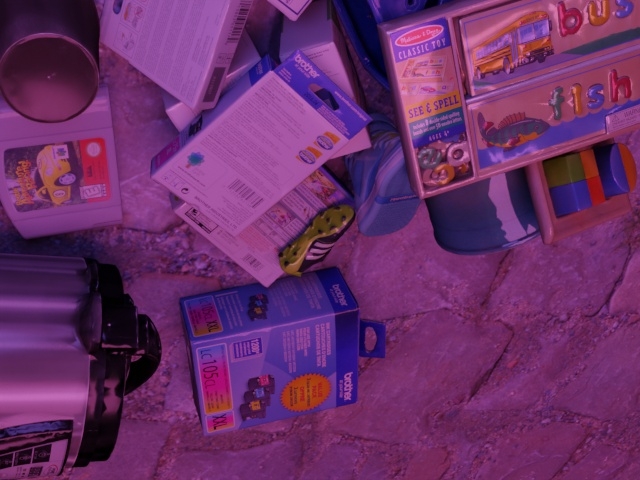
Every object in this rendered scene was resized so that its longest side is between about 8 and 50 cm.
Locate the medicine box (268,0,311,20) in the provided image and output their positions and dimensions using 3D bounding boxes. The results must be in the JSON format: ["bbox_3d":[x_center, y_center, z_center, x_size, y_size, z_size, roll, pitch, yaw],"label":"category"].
[{"bbox_3d":[-0.071,-0.514,1.275,0.289,0.149,0.263,31,110,-35],"label":"medicine box"}]

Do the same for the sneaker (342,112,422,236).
[{"bbox_3d":[0.117,-0.162,1.536,0.127,0.208,0.319,-5,155,-23],"label":"sneaker"}]

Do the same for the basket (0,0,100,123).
[{"bbox_3d":[-0.377,-0.267,1.232,0.154,0.227,0.204,-26,130,0],"label":"basket"}]

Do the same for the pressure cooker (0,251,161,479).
[{"bbox_3d":[-0.481,0.198,1.507,0.420,0.370,0.376,4,106,-24],"label":"pressure cooker"}]

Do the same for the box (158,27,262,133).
[{"bbox_3d":[-0.165,-0.247,1.447,0.170,0.130,0.091,-29,131,3],"label":"box"}]

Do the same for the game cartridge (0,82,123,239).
[{"bbox_3d":[-0.429,-0.120,1.457,0.195,0.060,0.294,-7,138,-12],"label":"game cartridge"}]

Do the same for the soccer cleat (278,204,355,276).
[{"bbox_3d":[0.000,0.000,1.663,0.179,0.060,0.072,-40,143,15],"label":"soccer cleat"}]

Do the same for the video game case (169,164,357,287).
[{"bbox_3d":[-0.096,-0.071,1.643,0.244,0.061,0.269,-38,129,11],"label":"video game case"}]

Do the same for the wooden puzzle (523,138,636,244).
[{"bbox_3d":[0.444,-0.182,1.544,0.347,0.080,0.322,-17,92,-48],"label":"wooden puzzle"}]

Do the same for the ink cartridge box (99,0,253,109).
[{"bbox_3d":[-0.221,-0.332,1.338,0.066,0.232,0.189,-13,134,-50],"label":"ink cartridge box"}]

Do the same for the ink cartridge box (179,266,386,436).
[{"bbox_3d":[-0.068,0.218,1.812,0.395,0.151,0.270,-12,128,-14],"label":"ink cartridge box"}]

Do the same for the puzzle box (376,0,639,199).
[{"bbox_3d":[0.305,-0.247,1.332,0.408,0.052,0.272,-19,118,-5],"label":"puzzle box"}]

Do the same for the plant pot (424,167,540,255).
[{"bbox_3d":[0.288,-0.153,1.609,0.271,0.272,0.255,-27,115,0],"label":"plant pot"}]

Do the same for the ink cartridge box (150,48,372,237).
[{"bbox_3d":[-0.093,-0.156,1.402,0.311,0.065,0.185,-37,126,21],"label":"ink cartridge box"}]

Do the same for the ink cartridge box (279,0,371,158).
[{"bbox_3d":[0.010,-0.264,1.474,0.093,0.154,0.212,-13,130,10],"label":"ink cartridge box"}]

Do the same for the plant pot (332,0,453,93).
[{"bbox_3d":[0.156,-0.374,1.412,0.212,0.236,0.236,-31,128,-3],"label":"plant pot"}]
